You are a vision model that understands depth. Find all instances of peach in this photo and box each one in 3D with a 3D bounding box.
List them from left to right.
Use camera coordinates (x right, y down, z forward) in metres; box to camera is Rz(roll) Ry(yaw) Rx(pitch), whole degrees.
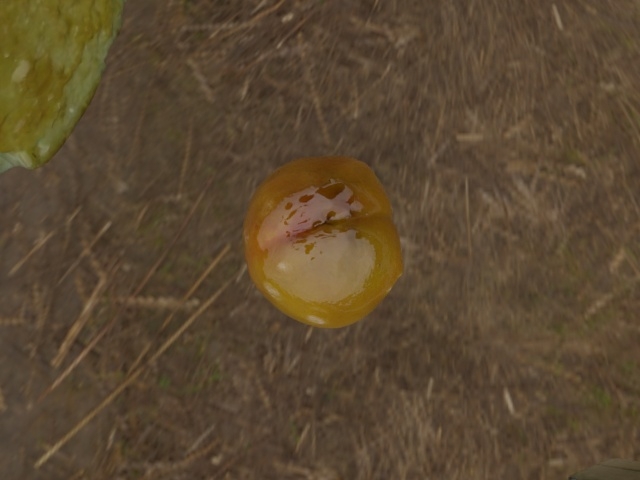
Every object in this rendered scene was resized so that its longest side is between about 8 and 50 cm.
[{"bbox_3d":[0.000,0.000,1.274,0.138,0.138,0.138,1,107,5],"label":"peach"}]

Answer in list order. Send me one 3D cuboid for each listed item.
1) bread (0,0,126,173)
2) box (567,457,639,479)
[{"bbox_3d":[-0.203,-0.075,0.596,0.257,0.124,0.186,-40,54,2],"label":"bread"},{"bbox_3d":[0.135,0.126,0.581,0.083,0.035,0.079,3,99,42],"label":"box"}]
